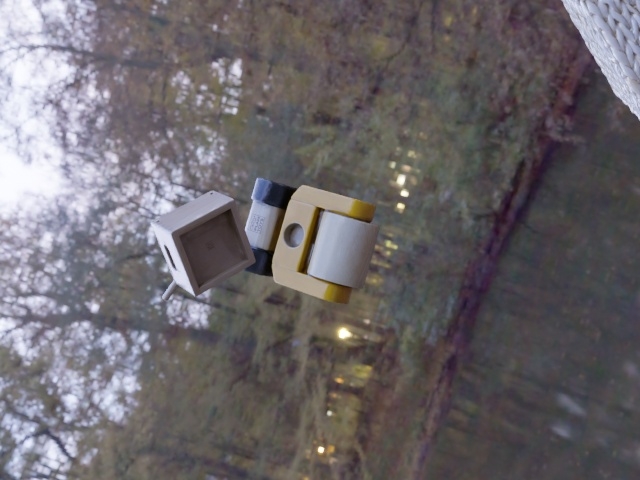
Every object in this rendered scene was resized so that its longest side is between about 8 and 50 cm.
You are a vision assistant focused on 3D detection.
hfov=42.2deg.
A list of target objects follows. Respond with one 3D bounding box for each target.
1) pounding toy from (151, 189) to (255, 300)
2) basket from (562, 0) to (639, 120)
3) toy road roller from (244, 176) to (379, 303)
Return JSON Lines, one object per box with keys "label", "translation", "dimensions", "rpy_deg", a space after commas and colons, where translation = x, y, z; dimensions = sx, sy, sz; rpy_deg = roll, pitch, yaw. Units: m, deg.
{"label": "pounding toy", "translation": [-0.185, 0.017, 1.249], "dimensions": [0.130, 0.100, 0.141], "rpy_deg": [-30, -60, -25]}
{"label": "basket", "translation": [0.638, -0.420, 1.547], "dimensions": [0.266, 0.331, 0.328], "rpy_deg": [-32, 18, 18]}
{"label": "toy road roller", "translation": [0.000, 0.000, 1.735], "dimensions": [0.240, 0.329, 0.202], "rpy_deg": [12, -86, -53]}
